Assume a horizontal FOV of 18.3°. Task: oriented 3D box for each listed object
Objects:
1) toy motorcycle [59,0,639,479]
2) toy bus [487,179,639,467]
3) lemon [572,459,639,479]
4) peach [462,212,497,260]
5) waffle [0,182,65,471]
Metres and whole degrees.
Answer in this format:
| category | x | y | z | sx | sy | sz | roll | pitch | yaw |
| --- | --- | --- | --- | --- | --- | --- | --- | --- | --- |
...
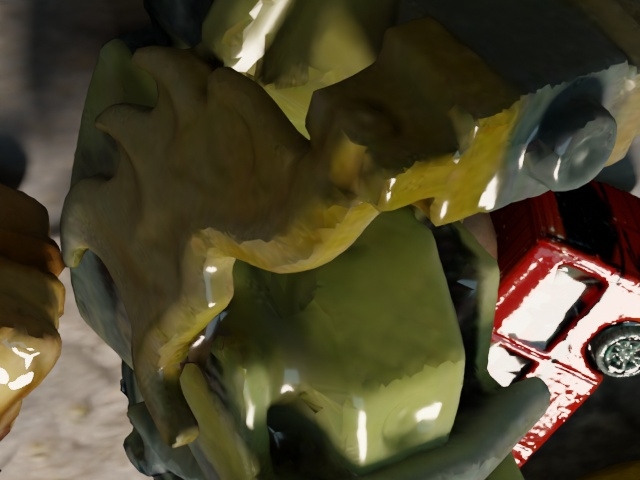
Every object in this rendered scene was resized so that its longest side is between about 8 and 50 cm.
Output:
| category | x | y | z | sx | sy | sz | roll | pitch | yaw |
| --- | --- | --- | --- | --- | --- | --- | --- | --- | --- |
| toy motorcycle | 0.000 | 0.000 | 0.755 | 0.169 | 0.237 | 0.410 | -23 | 141 | -31 |
| toy bus | 0.084 | 0.056 | 0.971 | 0.089 | 0.081 | 0.195 | 22 | 126 | -24 |
| lemon | 0.182 | 0.214 | 1.097 | 0.244 | 0.187 | 0.187 | -22 | 139 | 4 |
| peach | 0.040 | 0.004 | 0.897 | 0.083 | 0.083 | 0.083 | -10 | 138 | -9 |
| waffle | -0.310 | 0.098 | 0.851 | 0.261 | 0.114 | 0.376 | 19 | 128 | -35 |
